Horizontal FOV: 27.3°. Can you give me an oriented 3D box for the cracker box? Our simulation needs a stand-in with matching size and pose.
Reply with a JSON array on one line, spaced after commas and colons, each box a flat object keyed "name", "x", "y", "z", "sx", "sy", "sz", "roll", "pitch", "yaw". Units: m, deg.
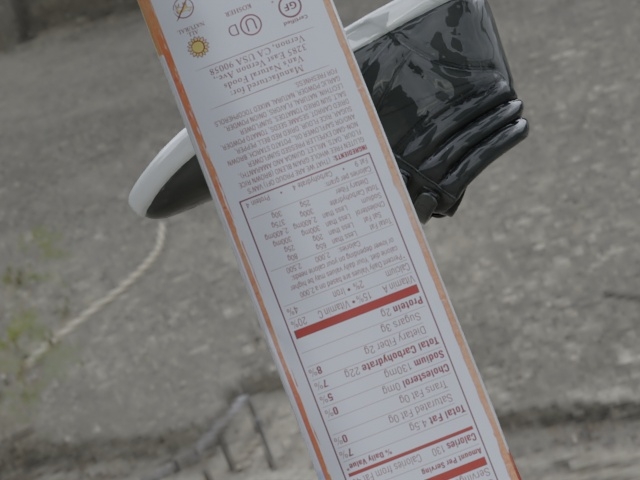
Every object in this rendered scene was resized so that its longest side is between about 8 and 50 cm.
[{"name": "cracker box", "x": 0.000, "y": 0.000, "z": 0.509, "sx": 0.067, "sy": 0.232, "sz": 0.156, "roll": -20, "pitch": -4, "yaw": -2}]

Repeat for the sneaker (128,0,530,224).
[{"name": "sneaker", "x": 0.013, "y": -0.055, "z": 0.925, "sx": 0.296, "sy": 0.146, "sz": 0.104, "roll": -30, "pitch": -1, "yaw": 8}]
